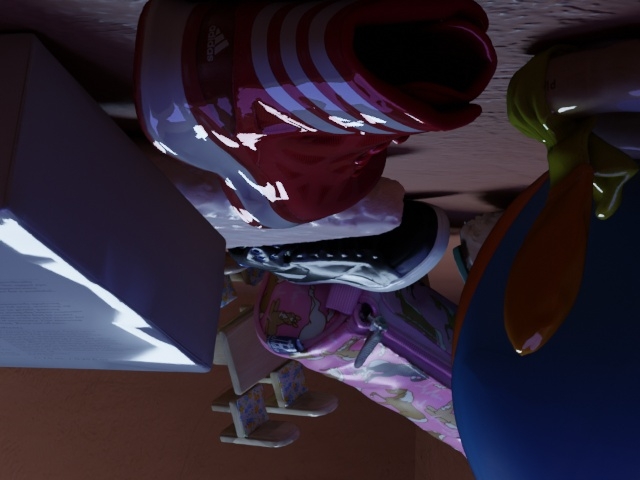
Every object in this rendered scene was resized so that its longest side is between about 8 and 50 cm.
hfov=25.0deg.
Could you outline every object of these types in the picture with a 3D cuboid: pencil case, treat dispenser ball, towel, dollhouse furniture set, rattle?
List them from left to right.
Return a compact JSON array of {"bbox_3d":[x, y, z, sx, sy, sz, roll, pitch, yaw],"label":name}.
[{"bbox_3d":[-0.156,-0.035,1.060,0.332,0.053,0.317,5,175,-29],"label":"towel"},{"bbox_3d":[-0.009,0.084,1.584,0.161,0.212,0.242,0,-158,38],"label":"dollhouse furniture set"},{"bbox_3d":[0.109,0.122,1.500,0.160,0.167,0.386,-30,133,31],"label":"pencil case"},{"bbox_3d":[0.218,0.074,0.826,0.288,0.288,0.288,2,175,0],"label":"treat dispenser ball"},{"bbox_3d":[0.182,-0.018,0.673,0.199,0.143,0.130,13,151,-39],"label":"rattle"}]

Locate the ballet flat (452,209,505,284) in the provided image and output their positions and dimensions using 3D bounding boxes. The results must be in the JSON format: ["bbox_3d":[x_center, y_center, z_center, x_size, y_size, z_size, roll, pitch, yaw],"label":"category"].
[{"bbox_3d":[0.222,0.034,1.382,0.147,0.147,0.409,1,176,11],"label":"ballet flat"}]

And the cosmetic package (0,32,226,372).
[{"bbox_3d":[-0.275,-0.008,0.804,0.377,0.097,0.284,0,163,15],"label":"cosmetic package"}]

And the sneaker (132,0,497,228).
[{"bbox_3d":[0.021,-0.050,0.621,0.128,0.087,0.221,1,177,21],"label":"sneaker"}]

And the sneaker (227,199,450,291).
[{"bbox_3d":[0.000,0.000,1.282,0.121,0.079,0.217,16,162,-42],"label":"sneaker"}]
